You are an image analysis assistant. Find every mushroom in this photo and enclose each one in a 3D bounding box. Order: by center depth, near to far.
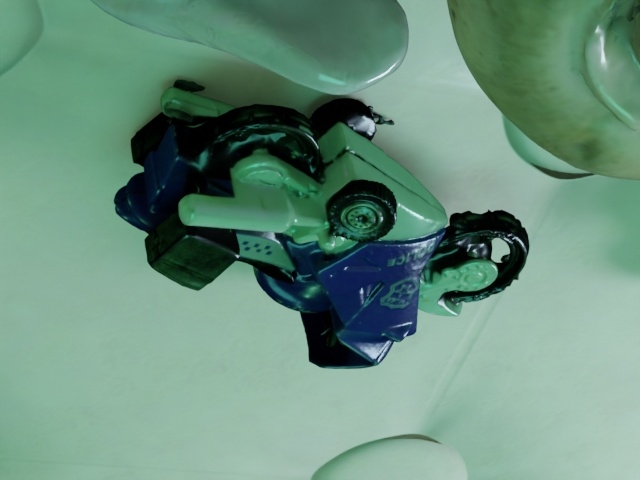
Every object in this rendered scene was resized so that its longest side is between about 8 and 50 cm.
[{"bbox_3d":[0.234,-0.180,1.015,0.315,0.315,0.356,-5,172,-5],"label":"mushroom"}]

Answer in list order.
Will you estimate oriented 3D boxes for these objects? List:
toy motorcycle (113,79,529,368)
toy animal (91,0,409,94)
[{"bbox_3d":[0.000,0.000,1.273,0.331,0.125,0.196,23,128,-37],"label":"toy motorcycle"},{"bbox_3d":[-0.027,-0.224,0.943,0.174,0.289,0.249,20,91,-60],"label":"toy animal"}]
